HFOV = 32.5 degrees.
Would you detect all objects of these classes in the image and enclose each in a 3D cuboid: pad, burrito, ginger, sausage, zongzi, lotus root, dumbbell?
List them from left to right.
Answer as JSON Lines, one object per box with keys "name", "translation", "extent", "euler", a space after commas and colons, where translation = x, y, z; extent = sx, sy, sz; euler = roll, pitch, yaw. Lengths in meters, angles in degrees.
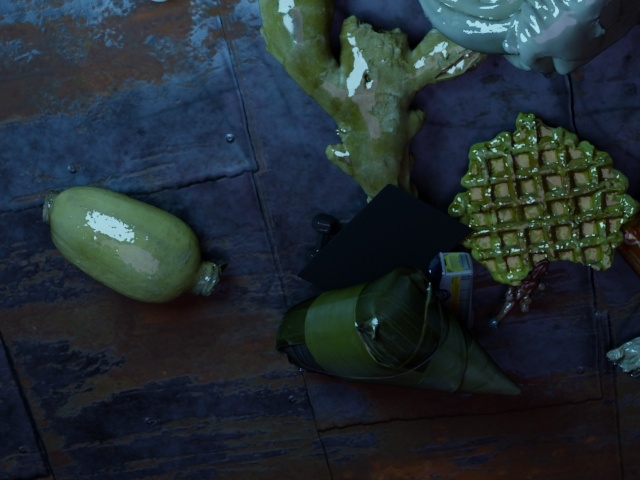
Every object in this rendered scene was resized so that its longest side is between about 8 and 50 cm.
{"name": "lotus root", "translation": [-0.296, 0.008, 1.717], "extent": [0.303, 0.131, 0.146], "euler": [26, 115, -9]}
{"name": "dumbbell", "translation": [0.000, 0.000, 1.746], "extent": [0.036, 0.040, 0.083], "euler": [-3, 119, -29]}
{"name": "ginger", "translation": [0.053, -0.225, 1.597], "extent": [0.363, 0.122, 0.348], "euler": [13, 106, -14]}
{"name": "pad", "translation": [0.097, 0.019, 1.711], "extent": [0.170, 0.006, 0.245], "euler": [26, 130, -24]}
{"name": "zongzi", "translation": [0.119, 0.189, 1.743], "extent": [0.317, 0.154, 0.289], "euler": [39, 148, -24]}
{"name": "sausage", "translation": [0.530, 0.042, 1.712], "extent": [0.083, 0.083, 0.264], "euler": [-40, 106, 19]}
{"name": "burrito", "translation": [0.582, 0.179, 1.779], "extent": [0.230, 0.063, 0.058], "euler": [-8, 142, 6]}

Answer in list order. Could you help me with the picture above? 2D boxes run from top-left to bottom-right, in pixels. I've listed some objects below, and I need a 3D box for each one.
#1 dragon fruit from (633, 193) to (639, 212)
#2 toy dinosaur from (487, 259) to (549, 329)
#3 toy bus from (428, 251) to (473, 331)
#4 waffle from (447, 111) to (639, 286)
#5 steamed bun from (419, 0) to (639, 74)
{"name": "dragon fruit", "translation": [0.506, -0.064, 1.638], "extent": [0.063, 0.131, 0.097], "euler": [-1, 107, 9]}
{"name": "toy dinosaur", "translation": [0.318, 0.083, 1.753], "extent": [0.049, 0.055, 0.154], "euler": [34, 104, -14]}
{"name": "toy bus", "translation": [0.207, 0.093, 1.741], "extent": [0.072, 0.057, 0.172], "euler": [-4, 134, 1]}
{"name": "waffle", "translation": [0.333, -0.046, 1.671], "extent": [0.291, 0.051, 0.291], "euler": [4, 108, 13]}
{"name": "steamed bun", "translation": [0.322, -0.361, 1.443], "extent": [0.219, 0.310, 0.324], "euler": [27, 96, -49]}
